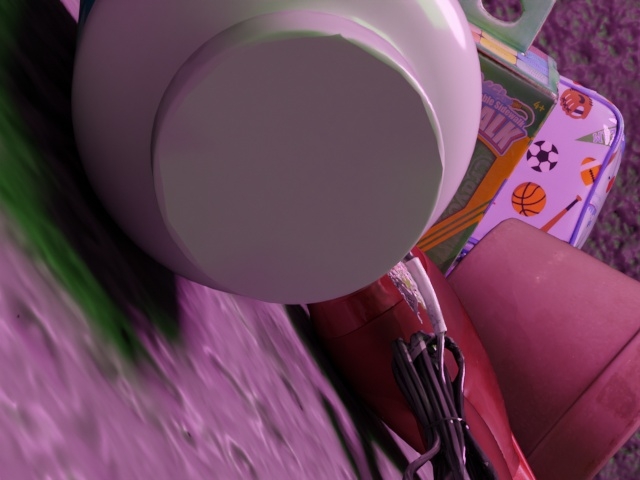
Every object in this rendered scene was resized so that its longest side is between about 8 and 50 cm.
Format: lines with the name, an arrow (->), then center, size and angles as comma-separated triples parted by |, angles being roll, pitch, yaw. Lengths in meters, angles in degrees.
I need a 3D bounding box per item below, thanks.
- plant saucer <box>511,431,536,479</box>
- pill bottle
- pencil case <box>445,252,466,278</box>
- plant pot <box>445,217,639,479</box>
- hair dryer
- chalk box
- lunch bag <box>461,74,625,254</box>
plant saucer -> 0.085, 0.091, 1.147 | 0.258, 0.048, 0.259 | 56, 6, -29
pill bottle -> -0.022, -0.071, 0.578 | 0.146, 0.146, 0.264 | 56, 6, -22
pencil case -> 0.144, 0.057, 1.662 | 0.088, 0.086, 0.206 | 29, 0, 9
plant pot -> 0.223, 0.104, 1.448 | 0.229, 0.263, 0.263 | 42, 3, 11
hair dryer -> 0.051, 0.091, 0.774 | 0.223, 0.080, 0.293 | 68, 11, 18
chalk box -> 0.091, -0.102, 1.092 | 0.132, 0.213, 0.132 | 30, 20, -1
lunch bag -> 0.182, -0.096, 1.719 | 0.303, 0.243, 0.115 | 24, 0, 13
